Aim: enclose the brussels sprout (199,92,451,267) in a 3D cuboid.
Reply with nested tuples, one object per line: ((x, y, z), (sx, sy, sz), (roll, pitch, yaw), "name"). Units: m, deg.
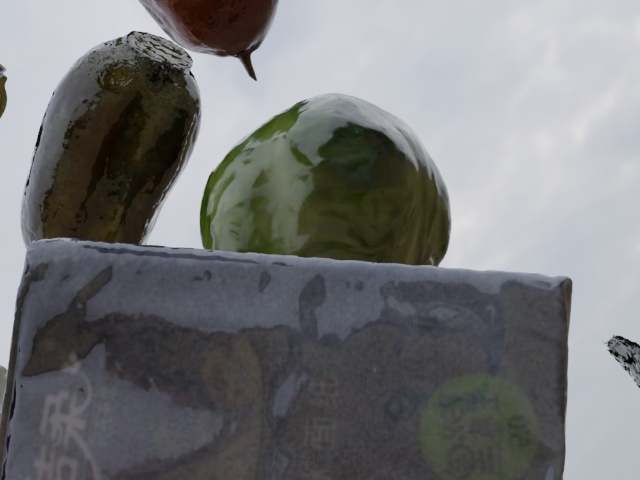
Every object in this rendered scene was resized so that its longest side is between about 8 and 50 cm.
((0.000, 0.000, 0.877), (0.210, 0.272, 0.219), (-13, -27, 38), "brussels sprout")

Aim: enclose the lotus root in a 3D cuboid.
((-0.224, -0.086, 0.997), (0.151, 0.160, 0.275), (22, -73, -17), "lotus root")

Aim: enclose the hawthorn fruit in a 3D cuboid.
((-0.142, -0.317, 1.206), (0.189, 0.251, 0.189), (-23, 3, 2), "hawthorn fruit")

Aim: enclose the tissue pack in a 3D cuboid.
((-0.030, 0.154, 0.676), (0.124, 0.394, 0.288), (47, -132, -73), "tissue pack")

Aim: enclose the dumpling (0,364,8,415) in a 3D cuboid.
((-0.339, 0.212, 0.920), (0.250, 0.162, 0.132), (-31, -2, 31), "dumpling")

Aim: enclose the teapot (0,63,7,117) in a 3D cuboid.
((-0.495, -0.218, 1.312), (0.119, 0.130, 0.165), (-48, -32, -1), "teapot")

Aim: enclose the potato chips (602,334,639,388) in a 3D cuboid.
((0.341, 0.188, 0.930), (0.029, 0.220, 0.202), (-26, -24, 4), "potato chips")
